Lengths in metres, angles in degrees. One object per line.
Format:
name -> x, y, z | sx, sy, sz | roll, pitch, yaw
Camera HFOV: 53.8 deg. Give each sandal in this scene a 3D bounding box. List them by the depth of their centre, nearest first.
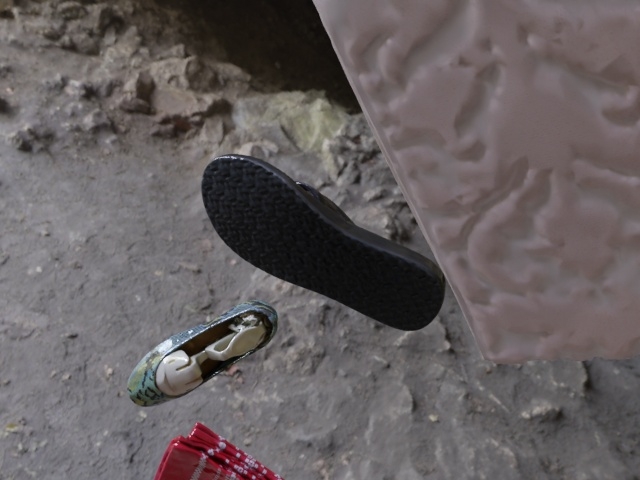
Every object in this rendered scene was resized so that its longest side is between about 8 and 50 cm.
sandal -> 0.000, 0.003, 1.060 | 0.445, 0.168, 0.107 | 31, 25, -1

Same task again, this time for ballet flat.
ballet flat -> -0.129, 0.127, 0.705 | 0.188, 0.070, 0.070 | -34, 62, -14

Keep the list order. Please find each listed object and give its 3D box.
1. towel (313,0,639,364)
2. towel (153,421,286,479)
towel -> 0.183, -0.077, 0.308 | 0.317, 0.331, 0.053 | 61, 39, -22
towel -> -0.045, 0.302, 0.593 | 0.274, 0.199, 0.031 | 32, 35, 3
